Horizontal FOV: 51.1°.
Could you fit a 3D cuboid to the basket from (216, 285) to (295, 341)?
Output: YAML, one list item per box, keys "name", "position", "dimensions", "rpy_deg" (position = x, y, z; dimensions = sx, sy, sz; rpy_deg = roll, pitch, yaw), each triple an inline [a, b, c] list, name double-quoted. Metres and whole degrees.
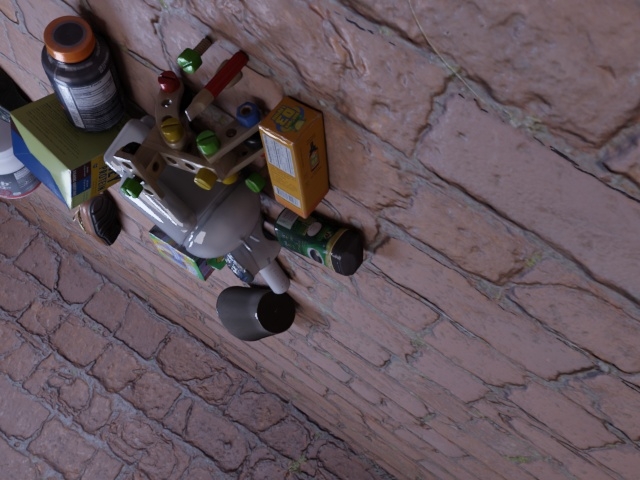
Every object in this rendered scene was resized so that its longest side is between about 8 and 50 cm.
- name: "basket"
  position: [-0.182, 0.217, 2.005]
  dimensions: [0.204, 0.154, 0.226]
  rpy_deg: [43, 154, -20]

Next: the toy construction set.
- name: "toy construction set"
  position: [-0.227, -0.168, 1.140]
  dimensions: [0.257, 0.237, 0.309]
  rpy_deg: [36, 158, 2]

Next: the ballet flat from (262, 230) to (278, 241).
- name: "ballet flat"
  position: [-0.190, -0.020, 1.624]
  dimensions: [0.203, 0.074, 0.074]
  rpy_deg: [37, 159, 0]

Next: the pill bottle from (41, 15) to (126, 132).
- name: "pill bottle"
  position: [-0.470, -0.330, 1.325]
  dimensions: [0.130, 0.130, 0.246]
  rpy_deg: [33, 158, 8]

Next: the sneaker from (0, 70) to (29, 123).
- name: "sneaker"
  position: [-0.898, -0.399, 1.893]
  dimensions: [0.130, 0.087, 0.227]
  rpy_deg: [12, 155, 34]

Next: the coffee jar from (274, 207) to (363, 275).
- name: "coffee jar"
  position: [0.000, 0.000, 1.360]
  dimensions: [0.184, 0.079, 0.096]
  rpy_deg: [26, 153, 27]

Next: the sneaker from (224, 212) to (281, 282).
- name: "sneaker"
  position: [-0.208, -0.042, 1.556]
  dimensions: [0.297, 0.129, 0.111]
  rpy_deg: [51, 160, 14]

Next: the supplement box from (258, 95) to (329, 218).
- name: "supplement box"
  position: [-0.040, -0.136, 1.144]
  dimensions: [0.080, 0.078, 0.233]
  rpy_deg: [33, 158, 17]

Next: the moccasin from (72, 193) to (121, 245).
- name: "moccasin"
  position: [-0.789, -0.089, 2.334]
  dimensions: [0.146, 0.139, 0.380]
  rpy_deg: [28, 168, -3]

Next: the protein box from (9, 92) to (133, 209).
- name: "protein box"
  position: [-0.534, -0.216, 1.481]
  dimensions: [0.199, 0.201, 0.136]
  rpy_deg: [41, 142, 11]

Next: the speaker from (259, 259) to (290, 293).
- name: "speaker"
  position: [-0.129, 0.082, 1.762]
  dimensions: [0.055, 0.055, 0.136]
  rpy_deg: [19, 154, 37]

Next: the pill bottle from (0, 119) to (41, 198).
- name: "pill bottle"
  position: [-1.015, -0.285, 2.142]
  dimensions: [0.210, 0.210, 0.363]
  rpy_deg: [37, 159, -2]

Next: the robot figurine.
- name: "robot figurine"
  position: [-0.268, -0.102, 1.380]
  dimensions: [0.353, 0.200, 0.300]
  rpy_deg: [40, -159, -5]

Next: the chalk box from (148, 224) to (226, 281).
- name: "chalk box"
  position: [-0.333, 0.011, 1.821]
  dimensions: [0.213, 0.132, 0.132]
  rpy_deg: [31, 158, 17]
